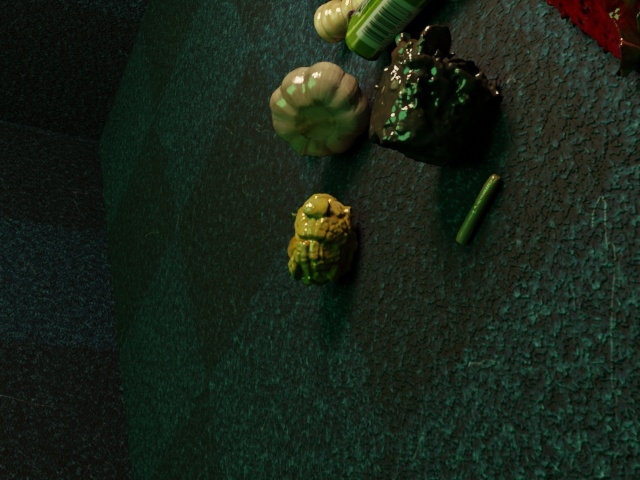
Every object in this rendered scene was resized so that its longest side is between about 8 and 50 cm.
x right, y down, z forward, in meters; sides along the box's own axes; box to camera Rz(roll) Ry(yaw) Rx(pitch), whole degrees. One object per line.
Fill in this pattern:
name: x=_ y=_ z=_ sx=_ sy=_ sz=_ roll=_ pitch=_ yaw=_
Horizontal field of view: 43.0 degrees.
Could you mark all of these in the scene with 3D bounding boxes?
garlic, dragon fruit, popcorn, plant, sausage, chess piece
garlic: x=0.008 y=-0.298 z=1.765 sx=0.218 sy=0.219 sz=0.212 roll=-55 pitch=7 yaw=38
dragon fruit: x=0.400 y=-0.431 z=1.125 sx=0.282 sy=0.100 sz=0.343 roll=-53 pitch=40 yaw=25
popcorn: x=0.007 y=-0.008 z=1.690 sx=0.163 sy=0.140 sz=0.194 roll=131 pitch=151 yaw=-56
plant: x=0.190 y=-0.246 z=1.388 sx=0.234 sy=0.178 sz=0.204 roll=-70 pitch=16 yaw=-4
sausage: x=0.261 y=-0.051 z=1.343 sx=0.132 sy=0.024 sz=0.024 roll=-66 pitch=31 yaw=26
chess piece: x=0.070 y=-0.503 z=1.798 sx=0.170 sy=0.094 sz=0.094 roll=-9 pitch=73 yaw=54

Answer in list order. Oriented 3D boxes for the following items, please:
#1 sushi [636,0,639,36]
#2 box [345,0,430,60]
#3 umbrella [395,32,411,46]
sushi: x=0.478 y=-0.326 z=0.800 sx=0.328 sy=0.285 sz=0.328 roll=5 pitch=63 yaw=57
box: x=0.171 y=-0.499 z=1.571 sx=0.345 sy=0.097 sz=0.134 roll=-40 pitch=28 yaw=51
umbrella: x=0.182 y=-0.325 z=1.568 sx=0.046 sy=0.050 sz=0.188 roll=104 pitch=159 yaw=-54
